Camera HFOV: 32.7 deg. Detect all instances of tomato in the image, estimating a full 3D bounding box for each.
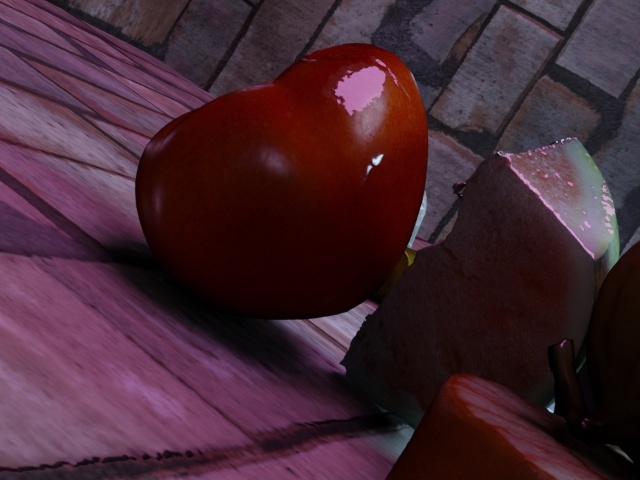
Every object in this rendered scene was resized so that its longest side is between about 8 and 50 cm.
[{"bbox_3d":[-0.024,-0.042,1.013,0.298,0.299,0.226,-108,172,-79],"label":"tomato"}]

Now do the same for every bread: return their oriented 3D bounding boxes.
[{"bbox_3d":[0.199,0.219,0.779,0.328,0.114,0.295,29,6,-24],"label":"bread"}]

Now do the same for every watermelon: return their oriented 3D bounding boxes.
[{"bbox_3d":[0.148,0.057,0.983,0.180,0.305,0.224,29,38,-8],"label":"watermelon"}]

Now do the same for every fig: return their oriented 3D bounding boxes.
[{"bbox_3d":[0.292,0.101,0.785,0.235,0.214,0.235,36,-21,16],"label":"fig"}]

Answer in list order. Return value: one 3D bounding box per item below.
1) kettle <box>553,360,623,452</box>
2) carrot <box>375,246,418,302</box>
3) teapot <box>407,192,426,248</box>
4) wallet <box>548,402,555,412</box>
[{"bbox_3d":[0.430,0.281,1.109,0.324,0.228,0.320,34,32,-28],"label":"kettle"},{"bbox_3d":[0.187,0.085,1.719,0.302,0.114,0.114,20,14,-46],"label":"carrot"},{"bbox_3d":[0.078,-0.062,1.953,0.222,0.178,0.163,35,8,12],"label":"teapot"},{"bbox_3d":[0.259,0.174,1.493,0.251,0.054,0.290,31,15,-8],"label":"wallet"}]
